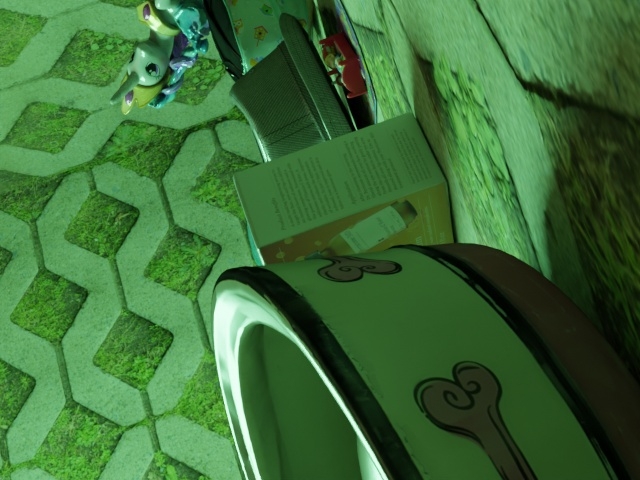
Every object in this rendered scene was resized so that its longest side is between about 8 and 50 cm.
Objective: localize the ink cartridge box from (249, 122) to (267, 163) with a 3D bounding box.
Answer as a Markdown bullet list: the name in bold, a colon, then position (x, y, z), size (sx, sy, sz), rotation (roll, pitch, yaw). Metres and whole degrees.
- **ink cartridge box**: position (-0.044, -0.172, 2.109), size (0.223, 0.129, 0.307), rotation (-116, 6, -68)

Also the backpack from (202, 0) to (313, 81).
- **backpack**: position (-0.086, -0.304, 1.702), size (0.166, 0.144, 0.188), rotation (92, 166, -65)

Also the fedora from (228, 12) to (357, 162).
- **fedora**: position (-0.034, -0.152, 1.527), size (0.243, 0.124, 0.275), rotation (63, -175, -18)

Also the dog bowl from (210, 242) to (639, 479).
- **dog bowl**: position (0.082, 0.183, 0.720), size (0.408, 0.150, 0.408), rotation (58, 161, 33)

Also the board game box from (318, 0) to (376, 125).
- **board game box**: position (0.026, -0.194, 1.377), size (0.168, 0.033, 0.133), rotation (77, 173, -77)

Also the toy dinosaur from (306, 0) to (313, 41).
- **toy dinosaur**: position (-0.026, -0.333, 1.455), size (0.092, 0.053, 0.183), rotation (46, -157, -52)

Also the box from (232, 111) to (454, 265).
- **box**: position (0.025, -0.017, 1.098), size (0.130, 0.170, 0.091), rotation (72, 178, -53)

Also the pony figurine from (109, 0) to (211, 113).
- **pony figurine**: position (-0.200, -0.398, 1.911), size (0.303, 0.351, 0.363), rotation (29, 131, 15)

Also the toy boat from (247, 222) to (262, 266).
- **toy boat**: position (0.000, 0.000, 1.666), size (0.267, 0.148, 0.318), rotation (39, -156, -23)

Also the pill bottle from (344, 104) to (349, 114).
- **pill bottle**: position (-0.014, -0.148, 1.696), size (0.065, 0.116, 0.065), rotation (160, 90, -88)
